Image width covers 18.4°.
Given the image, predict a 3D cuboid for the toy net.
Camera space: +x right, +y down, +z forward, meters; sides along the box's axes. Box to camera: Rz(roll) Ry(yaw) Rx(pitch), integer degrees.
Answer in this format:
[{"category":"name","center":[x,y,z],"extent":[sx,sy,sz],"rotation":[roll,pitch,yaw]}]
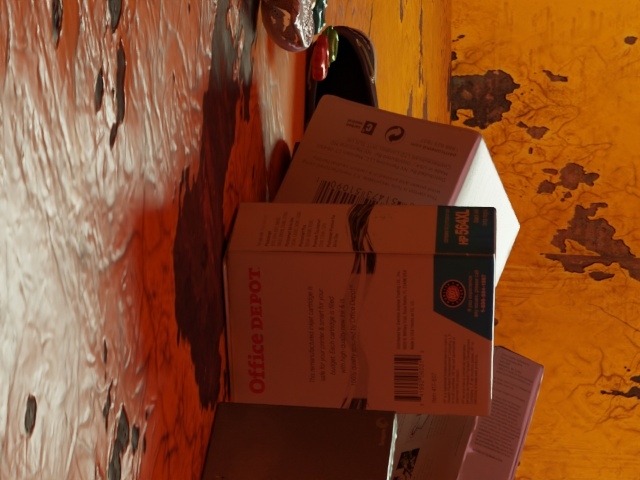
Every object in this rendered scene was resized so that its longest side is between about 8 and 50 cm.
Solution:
[{"category":"toy net","center":[-0.020,-0.190,1.657],"extent":[0.232,0.045,0.122],"rotation":[-55,149,-74]}]

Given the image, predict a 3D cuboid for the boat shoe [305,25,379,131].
[{"category":"boat shoe","center":[0.022,-0.094,1.907],"extent":[0.069,0.081,0.227],"rotation":[-15,100,-80]}]

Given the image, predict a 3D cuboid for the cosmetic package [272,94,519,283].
[{"category":"cosmetic package","center":[0.062,-0.005,1.686],"extent":[0.151,0.151,0.183],"rotation":[-66,156,-17]}]

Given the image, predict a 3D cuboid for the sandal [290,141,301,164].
[{"category":"sandal","center":[0.000,0.000,1.836],"extent":[0.254,0.054,0.097],"rotation":[84,11,-52]}]

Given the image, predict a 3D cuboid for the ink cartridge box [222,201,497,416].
[{"category":"ink cartridge box","center":[0.033,0.052,1.520],"extent":[0.086,0.203,0.148],"rotation":[-79,170,-59]}]

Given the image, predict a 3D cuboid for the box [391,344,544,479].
[{"category":"box","center":[0.077,0.233,1.786],"extent":[0.322,0.058,0.232],"rotation":[-27,-139,63]}]

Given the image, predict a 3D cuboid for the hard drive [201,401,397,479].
[{"category":"hard drive","center":[-0.015,0.161,1.444],"extent":[0.094,0.135,0.022],"rotation":[-80,170,-48]}]
